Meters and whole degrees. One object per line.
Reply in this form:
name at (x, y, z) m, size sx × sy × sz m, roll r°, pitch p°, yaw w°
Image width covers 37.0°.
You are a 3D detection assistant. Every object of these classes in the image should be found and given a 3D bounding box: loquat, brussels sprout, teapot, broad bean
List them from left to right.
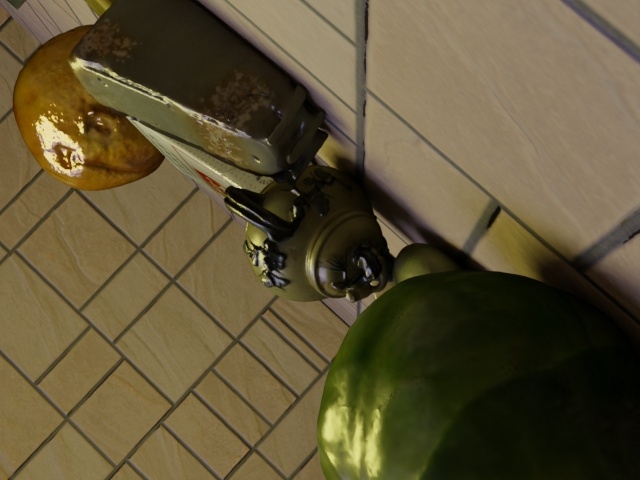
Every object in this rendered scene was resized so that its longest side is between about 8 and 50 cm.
loquat at (-0.368, -0.226, 1.612) m, size 0.276 × 0.276 × 0.284 m, roll 45°, pitch -163°, yaw -13°
teapot at (0.000, 0.000, 1.153) m, size 0.182 × 0.173 × 0.269 m, roll 30°, pitch -176°, yaw 42°
broad bean at (0.174, 0.117, 1.121) m, size 0.263 × 0.121 × 0.189 m, roll 45°, pitch 179°, yaw 3°
brussels sprout at (0.162, 0.202, 0.849) m, size 0.289 × 0.355 × 0.281 m, roll 7°, pitch 169°, yaw -41°

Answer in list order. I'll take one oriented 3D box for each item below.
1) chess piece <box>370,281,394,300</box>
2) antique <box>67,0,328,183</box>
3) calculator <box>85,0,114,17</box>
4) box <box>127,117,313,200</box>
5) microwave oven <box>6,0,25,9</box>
chess piece at (0.136, 0.121, 1.467) m, size 0.301 × 0.137 × 0.137 m, roll 55°, pitch 174°, yaw 4°
antique at (-0.126, -0.169, 1.083) m, size 0.284 × 0.150 × 0.125 m, roll 32°, pitch 169°, yaw 17°
calculator at (-0.292, -0.323, 1.463) m, size 0.236 × 0.033 × 0.157 m, roll 43°, pitch 174°, yaw -3°
box at (-0.126, -0.115, 1.421) m, size 0.330 × 0.095 × 0.210 m, roll 32°, pitch 171°, yaw 29°
microwave oven at (-0.360, -0.366, 1.061) m, size 0.122 × 0.162 × 0.208 m, roll 44°, pitch 177°, yaw -4°
